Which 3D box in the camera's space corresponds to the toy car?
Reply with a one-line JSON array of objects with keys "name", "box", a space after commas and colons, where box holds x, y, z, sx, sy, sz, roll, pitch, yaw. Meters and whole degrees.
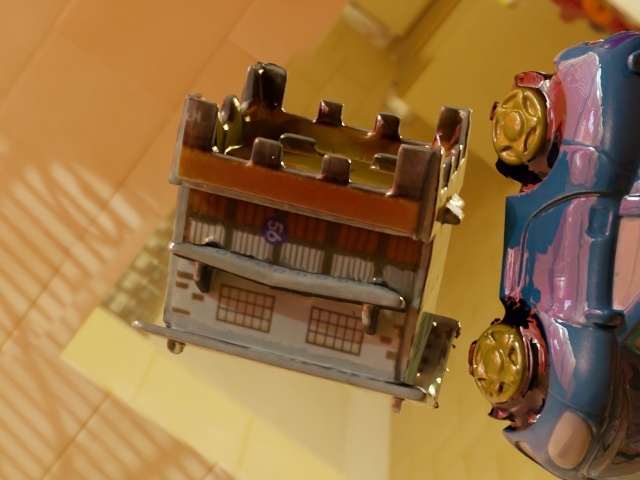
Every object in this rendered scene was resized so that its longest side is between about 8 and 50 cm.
[{"name": "toy car", "box": [0.221, 0.018, 0.815, 0.198, 0.314, 0.166, 7, 177, -31]}]

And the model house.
[{"name": "model house", "box": [0.000, 0.000, 0.907, 0.224, 0.215, 0.198, 13, -160, 10]}]
